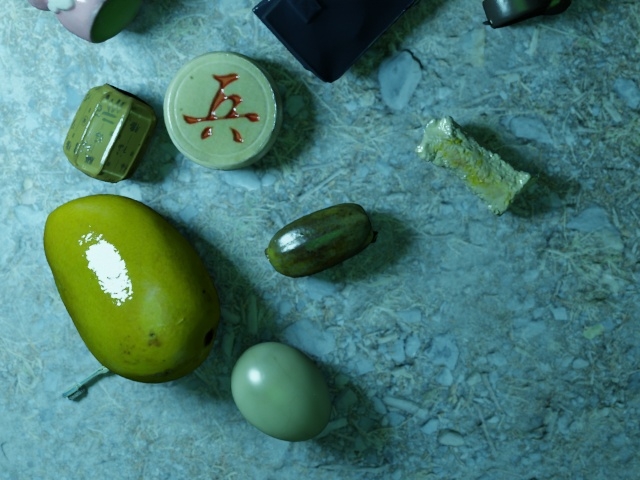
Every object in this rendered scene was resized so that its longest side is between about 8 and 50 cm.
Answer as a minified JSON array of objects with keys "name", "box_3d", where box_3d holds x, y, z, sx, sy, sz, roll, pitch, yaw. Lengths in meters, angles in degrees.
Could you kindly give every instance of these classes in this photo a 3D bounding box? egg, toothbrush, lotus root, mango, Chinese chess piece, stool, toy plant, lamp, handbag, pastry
[{"name":"egg","box_3d":[-0.081,0.324,1.641,0.186,0.186,0.241,-45,95,6]},{"name":"toothbrush","box_3d":[-0.456,0.274,1.727,0.294,0.026,0.028,-34,113,5]},{"name":"lotus root","box_3d":[0.000,0.000,1.635,0.241,0.123,0.124,-24,87,2]},{"name":"mango","box_3d":[-0.397,0.092,1.608,0.300,0.232,0.446,-41,83,9]},{"name":"Chinese chess piece","box_3d":[-0.203,-0.271,1.619,0.249,0.103,0.250,0,96,0]},{"name":"stool","box_3d":[0.418,-0.504,1.566,0.217,0.125,0.121,-19,94,-6]},{"name":"toy plant","box_3d":[-0.513,-0.581,1.523,0.356,0.210,0.317,47,137,7]},{"name":"lamp","box_3d":[-0.437,-0.222,1.606,0.161,0.161,0.185,29,97,-2]},{"name":"handbag","box_3d":[0.036,-0.508,1.528,0.325,0.118,0.269,-45,133,4]},{"name":"pastry","box_3d":[0.319,-0.158,1.623,0.258,0.089,0.121,34,92,-1]}]
